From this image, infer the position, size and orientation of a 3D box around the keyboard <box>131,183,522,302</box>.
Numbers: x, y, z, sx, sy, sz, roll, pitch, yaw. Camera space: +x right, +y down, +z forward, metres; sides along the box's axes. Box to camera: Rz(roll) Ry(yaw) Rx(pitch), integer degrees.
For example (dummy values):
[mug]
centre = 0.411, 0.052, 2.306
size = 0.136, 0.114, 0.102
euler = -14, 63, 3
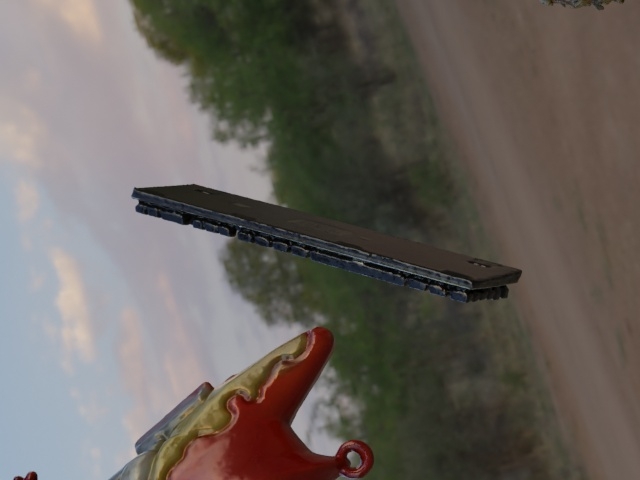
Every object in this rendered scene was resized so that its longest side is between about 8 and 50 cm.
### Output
[keyboard]
centre = 0.000, 0.000, 1.059
size = 0.106, 0.317, 0.027
euler = -6, -72, -60

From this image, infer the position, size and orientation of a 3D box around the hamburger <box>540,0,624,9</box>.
[hamburger]
centre = 0.089, -0.160, 0.568
size = 0.166, 0.087, 0.137
euler = 39, 164, 41

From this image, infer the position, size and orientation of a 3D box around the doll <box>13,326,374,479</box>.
[doll]
centre = -0.058, 0.112, 0.522
size = 0.057, 0.169, 0.109
euler = 36, -146, -69
